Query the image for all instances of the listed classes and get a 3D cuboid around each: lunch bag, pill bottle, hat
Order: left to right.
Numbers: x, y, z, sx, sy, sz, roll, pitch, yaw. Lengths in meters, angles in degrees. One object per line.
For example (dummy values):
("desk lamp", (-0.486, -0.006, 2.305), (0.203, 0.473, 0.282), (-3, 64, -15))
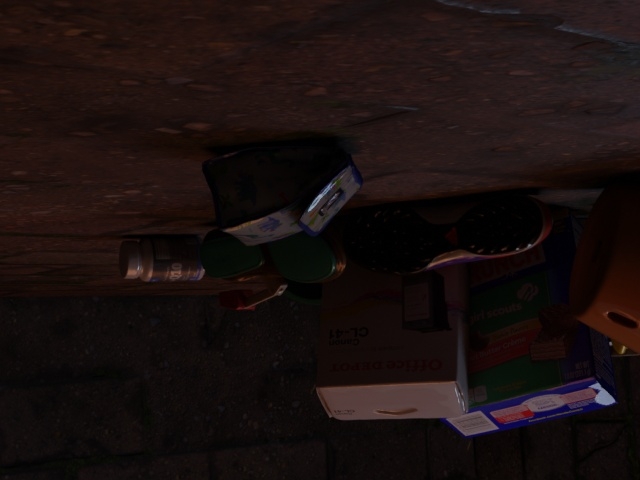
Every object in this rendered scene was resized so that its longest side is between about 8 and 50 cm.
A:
("pill bottle", (-0.272, 0.032, 2.053), (0.137, 0.078, 0.078), (-1, 174, -23))
("lunch bag", (-0.033, -0.054, 1.268), (0.151, 0.096, 0.129), (-18, 170, 6))
("hat", (0.000, 0.000, 2.167), (0.173, 0.183, 0.208), (-19, 123, 47))

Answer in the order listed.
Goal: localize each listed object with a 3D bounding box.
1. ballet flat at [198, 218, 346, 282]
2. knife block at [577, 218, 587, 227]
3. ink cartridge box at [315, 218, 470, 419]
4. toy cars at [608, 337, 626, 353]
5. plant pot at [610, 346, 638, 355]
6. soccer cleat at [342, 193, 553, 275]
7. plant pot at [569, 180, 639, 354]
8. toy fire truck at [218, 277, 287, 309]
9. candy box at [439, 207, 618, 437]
("ballet flat", (-0.049, 0.005, 1.832), (0.124, 0.116, 0.342), (-24, -171, -38))
("knife block", (0.388, 0.010, 2.140), (0.276, 0.088, 0.242), (-7, 174, 38))
("ink cartridge box", (0.119, 0.116, 1.885), (0.226, 0.306, 0.131), (-4, 146, 13))
("toy cars", (0.536, 0.104, 1.961), (0.087, 0.176, 0.394), (-20, -169, -17))
("plant pot", (0.706, 0.109, 2.485), (0.237, 0.254, 0.237), (-2, 174, 0))
("soccer cleat", (0.189, -0.009, 1.779), (0.318, 0.108, 0.116), (-8, 177, 25))
("plant pot", (0.475, 0.038, 1.654), (0.204, 0.290, 0.291), (16, 174, -2))
("toy fire truck", (-0.087, 0.044, 1.979), (0.192, 0.135, 0.047), (-7, 173, 39))
("candy box", (0.318, 0.132, 1.944), (0.268, 0.317, 0.122), (-18, 143, 23))
